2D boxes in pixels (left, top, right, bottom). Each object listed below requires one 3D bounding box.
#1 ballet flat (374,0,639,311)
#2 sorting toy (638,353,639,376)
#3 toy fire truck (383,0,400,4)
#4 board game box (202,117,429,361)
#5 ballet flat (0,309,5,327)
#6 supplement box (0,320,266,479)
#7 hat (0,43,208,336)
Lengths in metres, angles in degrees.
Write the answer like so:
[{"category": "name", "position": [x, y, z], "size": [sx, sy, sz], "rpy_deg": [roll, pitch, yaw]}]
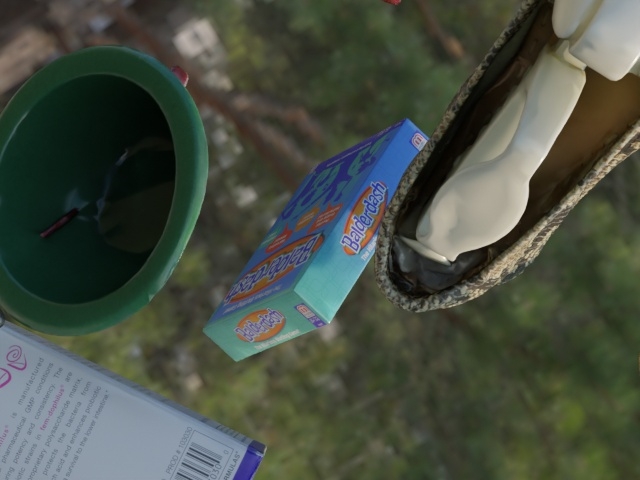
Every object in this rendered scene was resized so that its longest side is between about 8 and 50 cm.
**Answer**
[{"category": "ballet flat", "position": [0.185, -0.112, 1.453], "size": [0.164, 0.483, 0.182], "rpy_deg": [38, 35, 4]}, {"category": "sorting toy", "position": [0.351, 0.194, 1.571], "size": [0.126, 0.127, 0.365], "rpy_deg": [34, 17, -48]}, {"category": "toy fire truck", "position": [-0.019, -0.143, 0.753], "size": [0.192, 0.047, 0.135], "rpy_deg": [22, -8, 27]}, {"category": "board game box", "position": [0.000, 0.000, 1.747], "size": [0.047, 0.160, 0.210], "rpy_deg": [43, 57, -15]}, {"category": "ballet flat", "position": [-0.247, -0.016, 0.729], "size": [0.280, 0.096, 0.095], "rpy_deg": [8, 4, -24]}, {"category": "supplement box", "position": [-0.160, 0.146, 1.380], "size": [0.220, 0.111, 0.114], "rpy_deg": [26, -3, 1]}, {"category": "hat", "position": [-0.101, -0.027, 1.291], "size": [0.183, 0.173, 0.208], "rpy_deg": [24, 80, -59]}]
